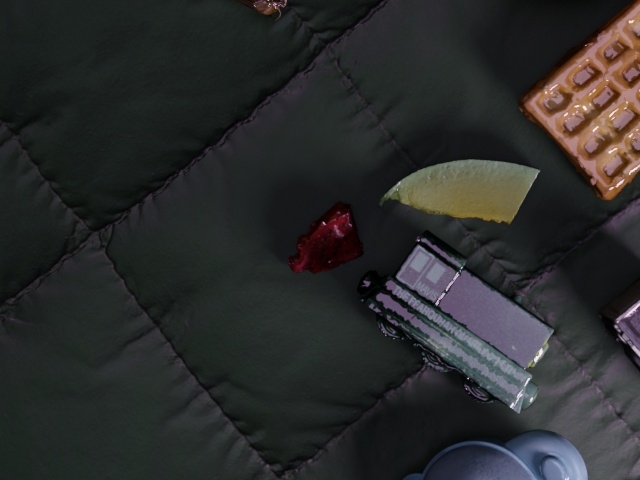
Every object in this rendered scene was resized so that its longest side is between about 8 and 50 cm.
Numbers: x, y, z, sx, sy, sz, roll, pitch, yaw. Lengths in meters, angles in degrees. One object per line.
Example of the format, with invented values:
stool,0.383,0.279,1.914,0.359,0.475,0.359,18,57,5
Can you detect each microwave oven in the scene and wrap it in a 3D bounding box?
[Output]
microwave oven,0.535,0.161,1.827,0.129,0.163,0.205,-41,88,6

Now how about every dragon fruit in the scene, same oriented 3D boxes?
dragon fruit,0.000,0.000,1.938,0.131,0.063,0.097,-23,86,5

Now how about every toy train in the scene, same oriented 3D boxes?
toy train,0.218,0.126,1.878,0.330,0.138,0.178,35,88,5

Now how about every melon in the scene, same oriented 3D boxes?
melon,0.223,-0.078,1.936,0.262,0.053,0.114,-3,106,10

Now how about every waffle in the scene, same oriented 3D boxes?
waffle,0.494,-0.245,1.878,0.328,0.098,0.224,-42,83,5

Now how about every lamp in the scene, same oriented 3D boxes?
lamp,0.275,0.397,1.854,0.284,0.147,0.209,-28,83,4

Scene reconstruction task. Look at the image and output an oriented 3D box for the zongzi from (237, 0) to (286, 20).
zongzi,-0.165,-0.412,1.968,0.184,0.084,0.187,-35,89,18
